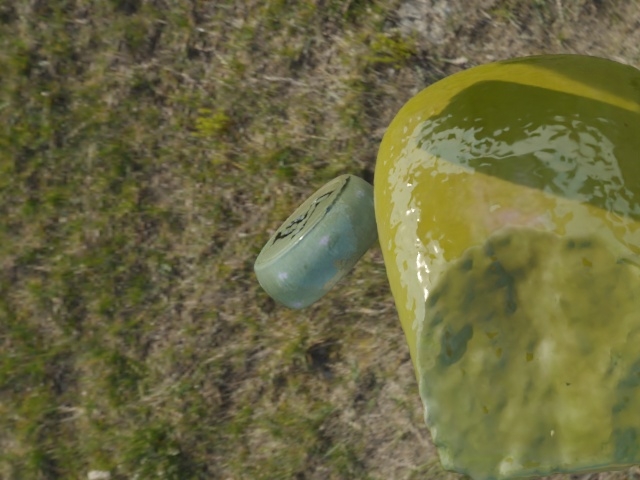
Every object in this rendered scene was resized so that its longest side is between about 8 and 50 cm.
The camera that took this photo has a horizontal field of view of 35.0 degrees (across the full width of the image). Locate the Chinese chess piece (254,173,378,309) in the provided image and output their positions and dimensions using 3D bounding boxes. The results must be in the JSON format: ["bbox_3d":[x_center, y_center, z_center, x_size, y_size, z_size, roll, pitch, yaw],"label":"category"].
[{"bbox_3d":[0.000,0.000,1.688,0.101,0.250,0.250,44,111,-11],"label":"Chinese chess piece"}]

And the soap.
[{"bbox_3d":[0.206,-0.009,0.891,0.305,0.115,0.427,-14,54,8],"label":"soap"}]
